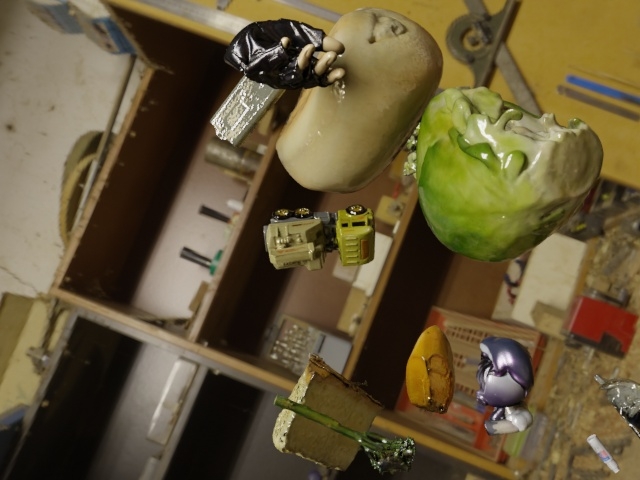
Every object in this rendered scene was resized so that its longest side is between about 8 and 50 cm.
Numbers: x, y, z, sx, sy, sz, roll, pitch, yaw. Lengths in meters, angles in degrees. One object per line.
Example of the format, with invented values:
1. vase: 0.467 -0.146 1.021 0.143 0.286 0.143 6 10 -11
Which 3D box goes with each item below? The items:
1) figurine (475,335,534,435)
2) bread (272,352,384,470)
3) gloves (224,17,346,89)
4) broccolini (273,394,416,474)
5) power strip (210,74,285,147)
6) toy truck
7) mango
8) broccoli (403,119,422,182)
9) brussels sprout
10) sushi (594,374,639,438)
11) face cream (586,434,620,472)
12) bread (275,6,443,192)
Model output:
1. figurine: 0.412 0.320 1.490 0.145 0.145 0.222 -55 -47 -72
2. bread: 0.031 0.438 1.646 0.248 0.279 0.315 -57 6 -3
3. gloves: -0.045 -0.313 1.163 0.164 0.203 0.124 -40 -26 -26
4. broccolini: 0.041 0.313 1.115 0.071 0.254 0.057 -63 1 -25
5. power strip: -0.134 -0.324 1.457 0.268 0.092 0.034 -49 -13 16
6. toy truck: 0.000 0.000 2.412 0.254 0.405 0.180 -93 -1 -58
7. mango: 0.322 0.371 1.946 0.126 0.154 0.252 -11 69 48
8. broccoli: 0.402 -0.255 2.087 0.272 0.334 0.324 -25 18 21
9. brussels sprout: 0.327 -0.119 1.218 0.371 0.276 0.314 -145 51 -65
10. sushi: 0.815 0.419 1.680 0.109 0.273 0.134 -44 -35 19
11. face cream: 0.885 0.667 2.100 0.034 0.130 0.034 -38 -4 -3
12. bread: 0.086 -0.293 1.426 0.348 0.253 0.376 -76 13 -56
